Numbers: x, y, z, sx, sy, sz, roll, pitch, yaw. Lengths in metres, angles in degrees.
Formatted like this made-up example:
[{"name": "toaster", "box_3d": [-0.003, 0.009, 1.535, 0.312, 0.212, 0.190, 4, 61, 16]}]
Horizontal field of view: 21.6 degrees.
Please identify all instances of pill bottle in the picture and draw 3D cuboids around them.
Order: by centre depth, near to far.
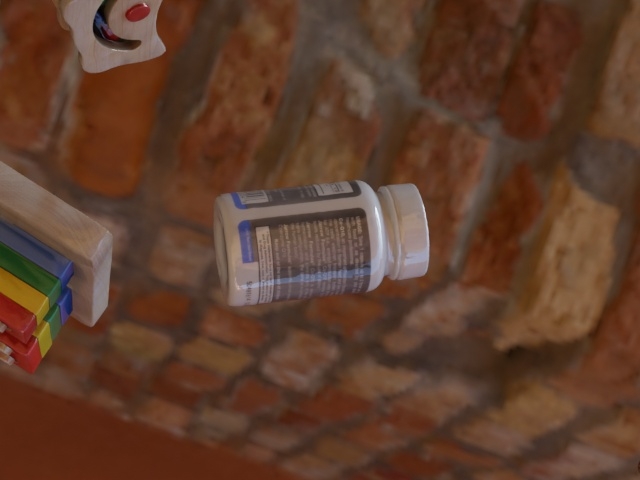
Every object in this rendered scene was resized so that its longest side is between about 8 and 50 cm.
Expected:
[{"name": "pill bottle", "box_3d": [0.000, 0.000, 1.139, 0.078, 0.137, 0.078, 174, -90, -80]}]

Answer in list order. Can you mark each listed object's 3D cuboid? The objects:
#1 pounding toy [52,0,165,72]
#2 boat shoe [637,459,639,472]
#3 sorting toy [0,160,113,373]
[{"name": "pounding toy", "box_3d": [-0.236, -0.317, 1.844, 0.154, 0.154, 0.269, -26, 159, -8]}, {"name": "boat shoe", "box_3d": [0.472, 0.247, 1.698, 0.122, 0.324, 0.119, 126, -26, -54]}, {"name": "sorting toy", "box_3d": [-0.284, -0.009, 1.223, 0.089, 0.255, 0.257, -58, 180, -15]}]
